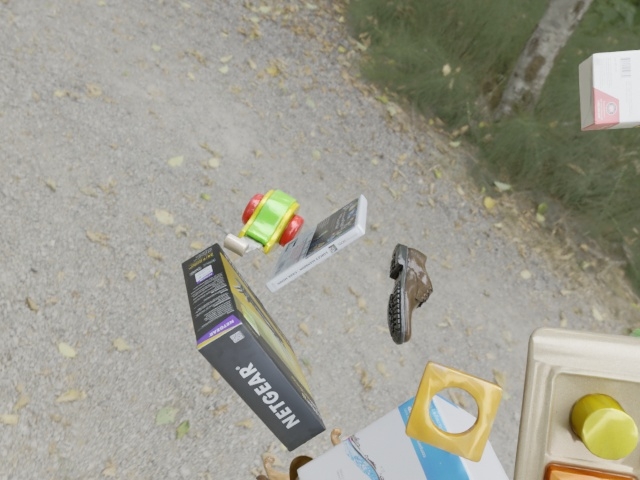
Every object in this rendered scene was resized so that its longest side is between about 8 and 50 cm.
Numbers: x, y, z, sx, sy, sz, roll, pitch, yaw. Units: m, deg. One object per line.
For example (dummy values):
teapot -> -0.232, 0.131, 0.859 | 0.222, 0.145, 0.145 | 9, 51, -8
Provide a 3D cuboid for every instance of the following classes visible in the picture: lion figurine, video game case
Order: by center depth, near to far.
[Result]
video game case -> 0.000, 0.000, 0.897 | 0.022, 0.173, 0.190 | 53, 16, -11
lion figurine -> 0.015, 0.692, 1.567 | 0.391, 0.142, 0.240 | -26, 43, 0

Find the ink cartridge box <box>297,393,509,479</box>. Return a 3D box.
ink cartridge box -> 0.141, 0.407, 0.862 | 0.198, 0.270, 0.197 | 39, 21, -43

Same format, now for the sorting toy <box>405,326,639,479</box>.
sorting toy -> 0.234, 0.170, 0.391 | 0.347, 0.047, 0.196 | 5, 89, 11

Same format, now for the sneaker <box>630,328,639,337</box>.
sneaker -> 0.775, 0.315, 1.041 | 0.185, 0.203, 0.483 | 4, 19, -16

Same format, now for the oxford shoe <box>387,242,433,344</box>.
oxford shoe -> 0.193, 0.113, 1.150 | 0.096, 0.083, 0.227 | 15, 61, -6

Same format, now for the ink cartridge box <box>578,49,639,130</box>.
ink cartridge box -> 0.536, -0.246, 0.894 | 0.198, 0.067, 0.116 | -2, 91, 7

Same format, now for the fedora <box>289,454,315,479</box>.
fedora -> -0.021, 0.541, 1.130 | 0.079, 0.194, 0.194 | -24, 74, -40

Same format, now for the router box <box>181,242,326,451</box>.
router box -> -0.120, 0.187, 0.973 | 0.309, 0.081, 0.243 | 60, -1, -36

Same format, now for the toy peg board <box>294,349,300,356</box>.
toy peg board -> -0.153, 0.368, 1.605 | 0.079, 0.161, 0.160 | 45, 4, 8

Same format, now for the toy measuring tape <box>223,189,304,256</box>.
toy measuring tape -> -0.096, -0.037, 0.993 | 0.121, 0.121, 0.330 | 45, 5, 2
